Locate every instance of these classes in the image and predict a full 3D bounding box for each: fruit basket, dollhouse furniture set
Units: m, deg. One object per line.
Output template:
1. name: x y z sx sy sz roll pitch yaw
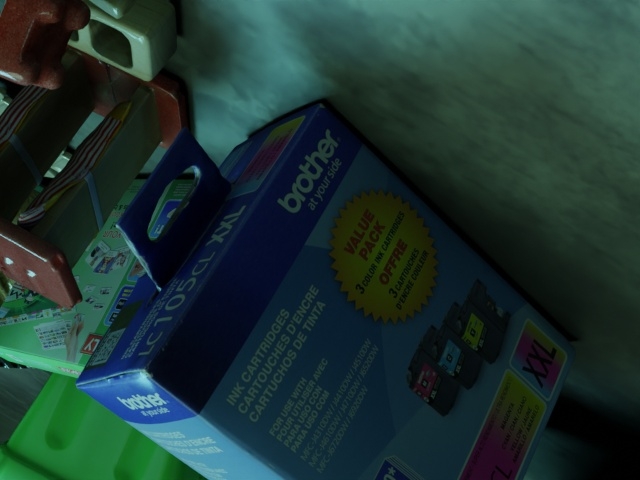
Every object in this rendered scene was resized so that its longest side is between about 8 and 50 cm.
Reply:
1. fruit basket: -0.241 0.306 1.256 0.283 0.392 0.392 22 152 17
2. dollhouse furniture set: -0.221 -0.126 0.771 0.152 0.201 0.374 27 154 9

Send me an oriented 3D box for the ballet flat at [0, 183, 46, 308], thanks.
1. ballet flat: -0.383 0.052 1.285 0.124 0.116 0.342 10 131 -18

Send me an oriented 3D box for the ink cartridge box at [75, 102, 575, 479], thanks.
1. ink cartridge box: -0.004 0.083 0.825 0.395 0.270 0.151 40 151 -19

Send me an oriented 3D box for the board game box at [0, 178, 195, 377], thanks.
1. board game box: -0.196 0.037 1.008 0.317 0.213 0.046 4 152 44

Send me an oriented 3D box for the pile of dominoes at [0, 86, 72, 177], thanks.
1. pile of dominoes: -0.369 -0.153 1.092 0.196 0.040 0.251 8 154 36

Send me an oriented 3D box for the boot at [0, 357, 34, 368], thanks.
1. boot: -0.480 0.122 1.534 0.348 0.131 0.260 -4 179 -2
